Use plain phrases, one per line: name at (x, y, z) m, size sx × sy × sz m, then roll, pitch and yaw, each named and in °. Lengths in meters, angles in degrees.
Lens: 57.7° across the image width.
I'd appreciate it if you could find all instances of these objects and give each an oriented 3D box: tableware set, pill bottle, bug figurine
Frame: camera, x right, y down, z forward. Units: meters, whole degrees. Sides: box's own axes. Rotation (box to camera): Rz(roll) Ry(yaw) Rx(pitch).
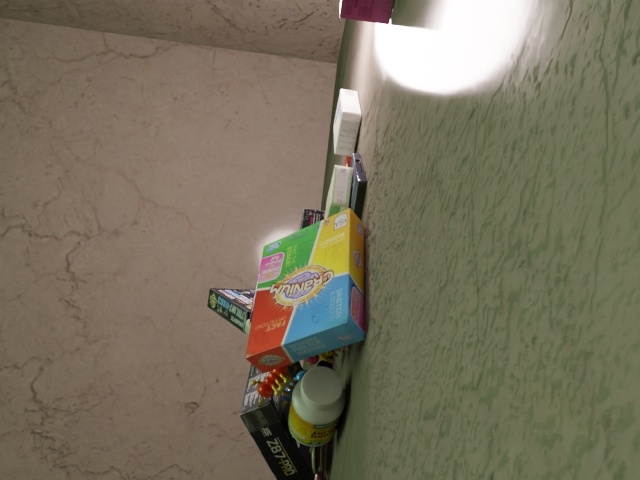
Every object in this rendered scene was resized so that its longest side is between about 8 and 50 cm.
tableware set at (0.009, 0.495, 1.454) m, size 0.194 × 0.039 × 0.128 m, roll -76°, pitch -16°, yaw -61°
pill bottle at (-0.007, 0.362, 1.277) m, size 0.208 × 0.118 × 0.117 m, roll 100°, pitch 176°, yaw -50°
bug figurine at (-0.048, 0.295, 1.352) m, size 0.216 × 0.072 × 0.279 m, roll -50°, pitch -21°, yaw -6°

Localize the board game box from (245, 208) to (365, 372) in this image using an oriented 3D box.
board game box at (-0.025, 0.099, 1.221) m, size 0.064 × 0.242 × 0.316 m, roll 49°, pitch -151°, yaw -35°

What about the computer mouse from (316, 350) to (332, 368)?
computer mouse at (0.006, 0.285, 1.794) m, size 0.184 × 0.060 × 0.261 m, roll 109°, pitch 167°, yaw -81°

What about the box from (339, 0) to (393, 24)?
box at (0.116, -0.647, 1.308) m, size 0.213 × 0.118 × 0.242 m, roll 100°, pitch 177°, yaw -46°

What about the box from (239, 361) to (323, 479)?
box at (-0.094, 0.468, 1.602) m, size 0.395 × 0.097 × 0.318 m, roll -88°, pitch -27°, yaw -71°

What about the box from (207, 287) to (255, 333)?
box at (-0.148, 0.205, 1.733) m, size 0.296 × 0.294 × 0.073 m, roll 14°, pitch 99°, yaw 57°

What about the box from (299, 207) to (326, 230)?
box at (0.000, 0.000, 1.798) m, size 0.247 × 0.142 × 0.163 m, roll 124°, pitch 153°, yaw -83°

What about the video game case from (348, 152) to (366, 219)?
video game case at (0.086, -0.101, 1.519) m, size 0.274 × 0.026 × 0.195 m, roll -92°, pitch 9°, yaw -67°

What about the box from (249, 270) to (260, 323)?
box at (-0.039, 0.124, 1.359) m, size 0.183 × 0.233 × 0.059 m, roll -86°, pitch -19°, yaw -54°

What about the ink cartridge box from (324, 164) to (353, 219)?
ink cartridge box at (0.041, -0.054, 1.525) m, size 0.171 × 0.056 × 0.234 m, roll 105°, pitch 174°, yaw -68°

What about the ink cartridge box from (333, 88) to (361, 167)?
ink cartridge box at (0.076, -0.326, 1.882) m, size 0.296 × 0.066 × 0.260 m, roll -88°, pitch 7°, yaw -63°

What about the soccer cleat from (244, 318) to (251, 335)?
soccer cleat at (-0.058, 0.160, 1.471) m, size 0.331 × 0.143 × 0.115 m, roll -39°, pitch -29°, yaw -47°
